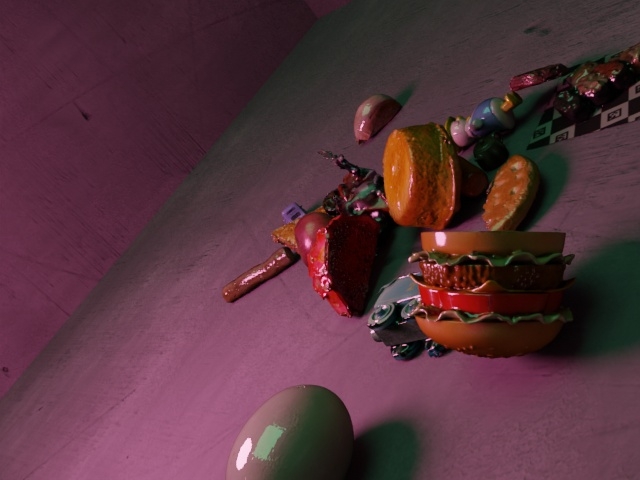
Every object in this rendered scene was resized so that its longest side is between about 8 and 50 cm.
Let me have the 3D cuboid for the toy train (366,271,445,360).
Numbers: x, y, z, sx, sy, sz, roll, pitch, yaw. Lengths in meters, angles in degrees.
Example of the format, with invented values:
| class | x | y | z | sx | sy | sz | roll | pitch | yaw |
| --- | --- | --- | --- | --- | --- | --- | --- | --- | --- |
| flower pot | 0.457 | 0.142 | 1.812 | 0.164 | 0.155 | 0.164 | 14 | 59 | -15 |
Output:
| class | x | y | z | sx | sy | sz | roll | pitch | yaw |
| --- | --- | --- | --- | --- | --- | --- | --- | --- | --- |
| toy train | 0.193 | 0.140 | 1.574 | 0.203 | 0.112 | 0.163 | -18 | 27 | 43 |

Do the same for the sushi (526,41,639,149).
| class | x | y | z | sx | sy | sz | roll | pitch | yaw |
| --- | --- | --- | --- | --- | --- | --- | --- | --- | --- |
| sushi | 0.632 | -0.366 | 1.808 | 0.339 | 0.069 | 0.320 | -11 | 38 | 50 |

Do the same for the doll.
| class | x | y | z | sx | sy | sz | roll | pitch | yaw |
| --- | --- | --- | --- | --- | --- | --- | --- | --- | --- |
| doll | 0.396 | -0.293 | 2.017 | 0.241 | 0.099 | 0.135 | -20 | 35 | 37 |

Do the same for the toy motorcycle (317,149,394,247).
| class | x | y | z | sx | sy | sz | roll | pitch | yaw |
| --- | --- | --- | --- | --- | --- | --- | --- | --- | --- |
| toy motorcycle | 0.105 | -0.129 | 2.107 | 0.207 | 0.134 | 0.401 | -43 | 37 | -4 |

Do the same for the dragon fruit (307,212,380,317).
| class | x | y | z | sx | sy | sz | roll | pitch | yaw |
| --- | --- | --- | --- | --- | --- | --- | --- | --- | --- |
| dragon fruit | 0.044 | 0.061 | 1.870 | 0.189 | 0.163 | 0.261 | 116 | 167 | -59 |

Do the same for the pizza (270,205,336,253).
| class | x | y | z | sx | sy | sz | roll | pitch | yaw |
| --- | --- | --- | --- | --- | --- | --- | --- | --- | --- |
| pizza | -0.042 | -0.018 | 2.234 | 0.193 | 0.053 | 0.201 | 4 | 51 | 28 |

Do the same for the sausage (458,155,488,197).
| class | x | y | z | sx | sy | sz | roll | pitch | yaw |
| --- | --- | --- | --- | --- | --- | --- | --- | --- | --- |
| sausage | 0.336 | -0.155 | 1.899 | 0.076 | 0.076 | 0.197 | -40 | 24 | 5 |

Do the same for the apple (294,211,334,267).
| class | x | y | z | sx | sy | sz | roll | pitch | yaw |
| --- | --- | --- | --- | --- | --- | --- | --- | --- | --- |
| apple | 0.000 | 0.000 | 2.064 | 0.120 | 0.153 | 0.153 | -18 | 23 | -6 |

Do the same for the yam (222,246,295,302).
| class | x | y | z | sx | sy | sz | roll | pitch | yaw |
| --- | --- | --- | --- | --- | --- | --- | --- | --- | --- |
| yam | -0.183 | 0.100 | 2.283 | 0.253 | 0.061 | 0.061 | -33 | 25 | 22 |

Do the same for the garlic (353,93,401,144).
| class | x | y | z | sx | sy | sz | roll | pitch | yaw |
| --- | --- | --- | --- | --- | --- | --- | --- | --- | --- |
| garlic | 0.168 | -0.401 | 2.550 | 0.195 | 0.101 | 0.087 | -49 | 26 | -15 |

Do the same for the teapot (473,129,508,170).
| class | x | y | z | sx | sy | sz | roll | pitch | yaw |
| --- | --- | --- | --- | --- | --- | --- | --- | --- | --- |
| teapot | 0.404 | -0.220 | 1.911 | 0.076 | 0.068 | 0.121 | -7 | 41 | 53 |

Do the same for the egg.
| class | x | y | z | sx | sy | sz | roll | pitch | yaw |
| --- | --- | --- | --- | --- | --- | --- | --- | --- | --- |
| egg | -0.053 | 0.384 | 1.408 | 0.203 | 0.203 | 0.282 | -9 | 44 | 52 |

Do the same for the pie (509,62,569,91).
| class | x | y | z | sx | sy | sz | roll | pitch | yaw |
| --- | --- | --- | --- | --- | --- | --- | --- | --- | --- |
| pie | 0.526 | -0.395 | 1.924 | 0.154 | 0.038 | 0.153 | -18 | 7 | 2 |

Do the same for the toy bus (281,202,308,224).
| class | x | y | z | sx | sy | sz | roll | pitch | yaw |
| --- | --- | --- | --- | --- | --- | --- | --- | --- | --- |
| toy bus | -0.065 | -0.062 | 2.359 | 0.073 | 0.076 | 0.167 | -42 | 23 | -1 |

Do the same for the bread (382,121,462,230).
| class | x | y | z | sx | sy | sz | roll | pitch | yaw |
| --- | --- | --- | --- | --- | --- | --- | --- | --- | --- |
| bread | 0.235 | -0.150 | 1.846 | 0.146 | 0.268 | 0.268 | -2 | 20 | -13 |

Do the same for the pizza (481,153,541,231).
| class | x | y | z | sx | sy | sz | roll | pitch | yaw |
| --- | --- | --- | --- | --- | --- | --- | --- | --- | --- |
| pizza | 0.411 | -0.094 | 1.695 | 0.127 | 0.058 | 0.246 | -24 | 31 | 33 |

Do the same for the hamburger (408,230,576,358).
| class | x | y | z | sx | sy | sz | roll | pitch | yaw |
| --- | --- | --- | --- | --- | --- | --- | --- | --- | --- |
| hamburger | 0.285 | 0.090 | 1.341 | 0.274 | 0.274 | 0.212 | -1 | 88 | 57 |
